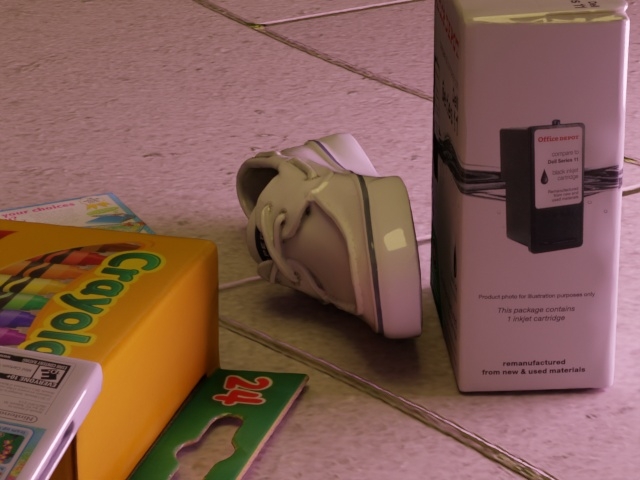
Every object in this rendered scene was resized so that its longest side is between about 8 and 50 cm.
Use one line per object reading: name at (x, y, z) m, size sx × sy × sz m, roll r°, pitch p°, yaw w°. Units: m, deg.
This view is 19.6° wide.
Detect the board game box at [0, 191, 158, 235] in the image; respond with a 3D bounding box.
board game box at (-0.180, 0.010, 1.118) m, size 0.154 × 0.026 × 0.103 m, roll -10°, pitch 24°, yaw -23°

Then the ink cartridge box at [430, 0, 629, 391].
ink cartridge box at (0.108, -0.043, 1.002) m, size 0.087 × 0.208 × 0.153 m, roll -1°, pitch 22°, yaw -2°

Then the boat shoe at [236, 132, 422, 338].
boat shoe at (0.000, 0.000, 1.076) m, size 0.084 × 0.095 × 0.258 m, roll -8°, pitch 12°, yaw -8°

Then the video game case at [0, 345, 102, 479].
video game case at (-0.186, 0.083, 0.755) m, size 0.157 × 0.019 × 0.143 m, roll 8°, pitch 32°, yaw 11°

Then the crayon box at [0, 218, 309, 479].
crayon box at (-0.183, 0.059, 0.925) m, size 0.319 × 0.081 × 0.202 m, roll 6°, pitch 22°, yaw 13°
